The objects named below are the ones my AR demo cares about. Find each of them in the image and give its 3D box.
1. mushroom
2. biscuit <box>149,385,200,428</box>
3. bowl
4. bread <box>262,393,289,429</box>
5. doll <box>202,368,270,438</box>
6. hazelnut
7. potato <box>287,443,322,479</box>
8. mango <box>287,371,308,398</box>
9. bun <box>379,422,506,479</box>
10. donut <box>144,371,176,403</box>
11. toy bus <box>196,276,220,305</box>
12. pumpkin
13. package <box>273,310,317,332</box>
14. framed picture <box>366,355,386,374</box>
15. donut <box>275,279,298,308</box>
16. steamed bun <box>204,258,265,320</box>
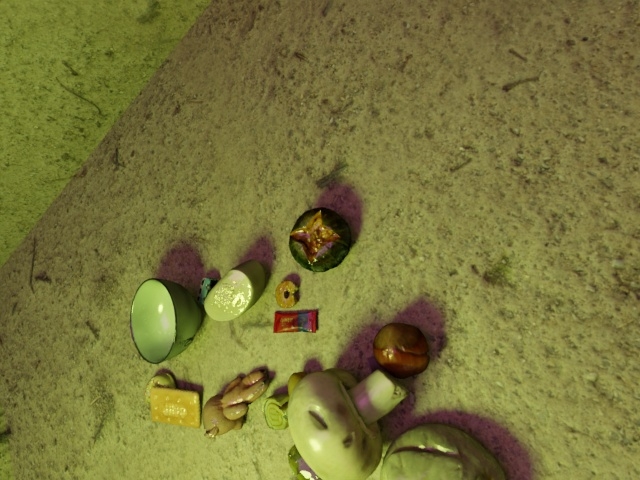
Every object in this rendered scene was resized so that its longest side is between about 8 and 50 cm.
[{"bbox_3d":[0.058,0.519,1.220,0.325,0.354,0.352,13,86,53],"label":"mushroom"},{"bbox_3d":[-0.617,0.705,1.704,0.250,0.030,0.159,0,93,20],"label":"biscuit"},{"bbox_3d":[-0.642,0.335,1.734,0.354,0.185,0.352,-3,86,37],"label":"bowl"},{"bbox_3d":[-0.146,0.616,1.455,0.156,0.064,0.117,-24,78,45],"label":"bread"},{"bbox_3d":[-0.305,0.628,1.541,0.304,0.156,0.201,-33,21,0],"label":"doll"},{"bbox_3d":[0.244,0.344,1.251,0.182,0.182,0.181,-7,76,29],"label":"hazelnut"},{"bbox_3d":[-0.015,0.768,1.347,0.226,0.090,0.117,32,78,26],"label":"potato"},{"bbox_3d":[-0.056,0.554,1.398,0.092,0.130,0.194,-20,64,-2],"label":"mango"},{"bbox_3d":[0.321,0.698,1.098,0.366,0.219,0.364,-6,75,25],"label":"bun"},{"bbox_3d":[-0.721,0.647,1.796,0.166,0.065,0.108,-33,64,20],"label":"donut"},{"bbox_3d":[-0.495,0.219,1.765,0.075,0.060,0.122,15,89,35],"label":"toy bus"},{"bbox_3d":[0.001,0.000,1.471,0.238,0.159,0.237,-2,82,18],"label":"pumpkin"},{"bbox_3d":[-0.100,0.312,1.540,0.201,0.022,0.083,-8,75,30],"label":"package"},{"bbox_3d":[0.203,0.412,1.352,0.089,0.007,0.066,-30,66,22],"label":"framed picture"},{"bbox_3d":[-0.127,0.209,1.565,0.097,0.043,0.108,1,81,30],"label":"donut"},{"bbox_3d":[-0.320,0.205,1.593,0.155,0.200,0.250,46,107,5],"label":"steamed bun"}]
